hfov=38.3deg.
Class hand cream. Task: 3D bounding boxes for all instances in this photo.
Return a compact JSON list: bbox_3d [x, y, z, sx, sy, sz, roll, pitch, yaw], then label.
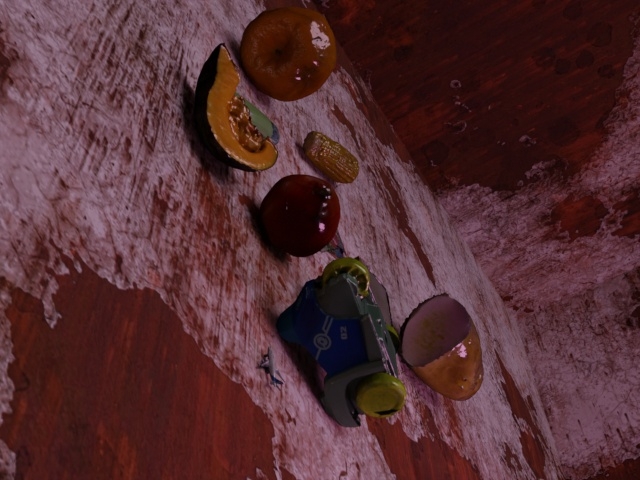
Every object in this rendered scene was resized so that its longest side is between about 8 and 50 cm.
[{"bbox_3d":[-0.156,-0.279,2.125,0.175,0.046,0.095,34,33,-47],"label":"hand cream"}]

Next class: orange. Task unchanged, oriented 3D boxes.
[{"bbox_3d":[-0.075,-0.471,2.334,0.249,0.249,0.183,62,22,-3],"label":"orange"}]

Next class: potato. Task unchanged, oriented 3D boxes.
[{"bbox_3d":[0.341,0.312,2.450,0.266,0.229,0.229,54,18,-41],"label":"potato"}]

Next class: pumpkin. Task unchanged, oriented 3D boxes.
[{"bbox_3d":[-0.211,-0.242,1.827,0.163,0.111,0.279,-25,89,-58],"label":"pumpkin"}]

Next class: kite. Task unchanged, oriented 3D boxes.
[{"bbox_3d":[0.032,-0.004,2.320,0.183,0.014,0.241,60,18,-7],"label":"kite"}]

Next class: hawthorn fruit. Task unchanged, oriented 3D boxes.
[{"bbox_3d":[-0.032,-0.059,1.897,0.169,0.188,0.169,28,46,-33],"label":"hawthorn fruit"}]

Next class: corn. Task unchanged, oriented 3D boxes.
[{"bbox_3d":[0.031,-0.224,2.517,0.261,0.097,0.097,32,34,-58],"label":"corn"}]

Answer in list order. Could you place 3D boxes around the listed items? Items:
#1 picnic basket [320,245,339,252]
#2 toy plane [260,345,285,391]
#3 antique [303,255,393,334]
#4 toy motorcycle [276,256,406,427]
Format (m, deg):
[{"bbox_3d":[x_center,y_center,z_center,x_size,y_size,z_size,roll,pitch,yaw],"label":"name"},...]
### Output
[{"bbox_3d":[0.000,0.000,2.091,0.083,0.083,0.065,-1,70,-69],"label":"picnic basket"},{"bbox_3d":[-0.084,0.220,1.589,0.078,0.024,0.084,43,19,-48],"label":"toy plane"},{"bbox_3d":[0.054,0.137,1.918,0.148,0.152,0.147,51,19,-29],"label":"antique"},{"bbox_3d":[0.035,0.182,1.749,0.191,0.199,0.327,-90,160,-58],"label":"toy motorcycle"}]
